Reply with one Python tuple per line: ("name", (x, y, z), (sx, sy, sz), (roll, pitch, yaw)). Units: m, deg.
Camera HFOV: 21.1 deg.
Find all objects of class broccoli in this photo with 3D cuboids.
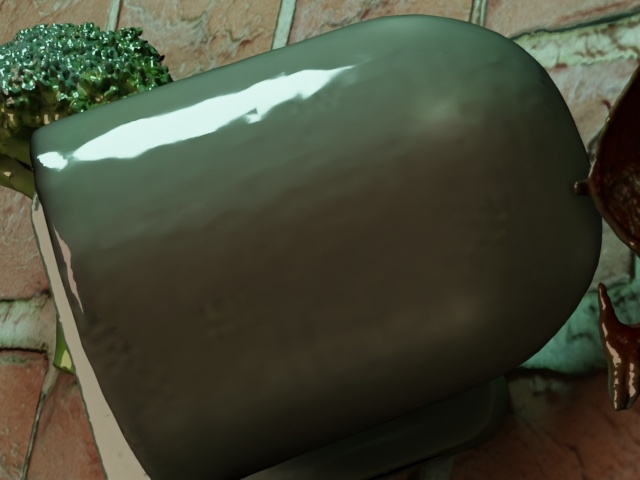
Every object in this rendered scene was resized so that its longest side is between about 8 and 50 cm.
("broccoli", (-0.308, -0.061, 2.013), (0.353, 0.275, 0.397), (-113, 18, -59))

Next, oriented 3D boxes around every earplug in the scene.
("earplug", (0.012, -0.011, 1.329), (0.394, 0.312, 0.312), (-21, 50, 2))

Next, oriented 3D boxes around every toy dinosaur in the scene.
("toy dinosaur", (0.289, 0.023, 1.201), (0.113, 0.207, 0.327), (144, 126, -73))

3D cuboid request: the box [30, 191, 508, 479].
("box", (-0.052, 0.054, 1.550), (0.367, 0.090, 0.373), (-21, 75, 12))
